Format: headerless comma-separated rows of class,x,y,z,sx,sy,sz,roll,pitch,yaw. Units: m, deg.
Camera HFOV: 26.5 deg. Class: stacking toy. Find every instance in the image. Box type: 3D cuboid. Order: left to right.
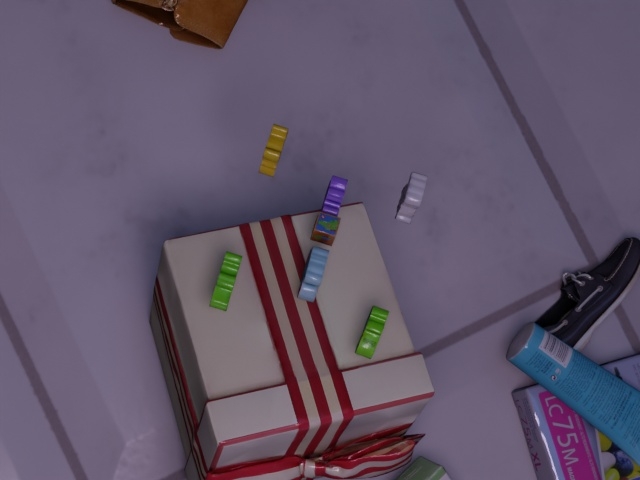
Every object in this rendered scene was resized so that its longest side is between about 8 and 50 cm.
stacking toy,0.000,0.000,1.337,0.167,0.052,0.221,19,61,-2

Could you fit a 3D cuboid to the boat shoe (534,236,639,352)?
boat shoe,0.314,0.066,1.617,0.065,0.075,0.206,41,77,-5

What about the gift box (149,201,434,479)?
gift box,-0.031,0.143,1.433,0.255,0.276,0.258,-13,66,-12

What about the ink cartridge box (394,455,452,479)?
ink cartridge box,0.127,0.384,1.516,0.171,0.056,0.235,-42,112,-17

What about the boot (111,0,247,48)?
boot,-0.085,-0.323,1.602,0.295,0.104,0.211,13,81,-5

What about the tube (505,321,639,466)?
tube,0.309,0.172,1.549,0.207,0.052,0.080,36,77,-7

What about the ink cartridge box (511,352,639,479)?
ink cartridge box,0.399,0.225,1.611,0.311,0.065,0.185,-14,82,-17
